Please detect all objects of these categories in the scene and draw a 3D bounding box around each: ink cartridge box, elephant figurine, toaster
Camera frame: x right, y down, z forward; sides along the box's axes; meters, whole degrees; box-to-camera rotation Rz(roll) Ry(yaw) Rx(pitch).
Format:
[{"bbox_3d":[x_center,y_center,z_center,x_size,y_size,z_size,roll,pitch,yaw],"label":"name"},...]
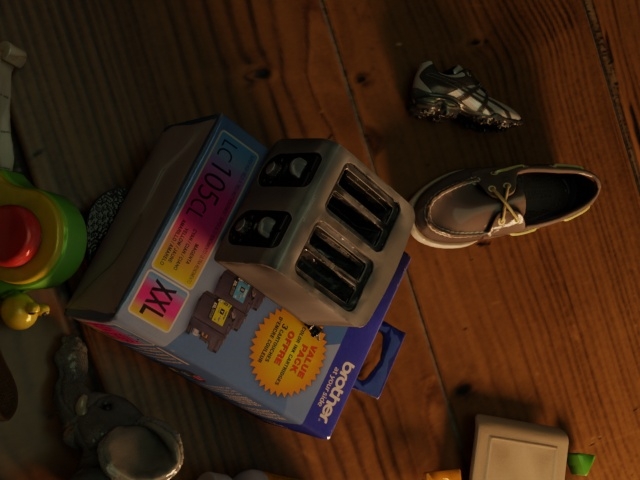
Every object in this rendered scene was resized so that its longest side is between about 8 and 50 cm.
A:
[{"bbox_3d":[-0.067,0.065,1.181,0.395,0.151,0.270,36,71,-33],"label":"ink cartridge box"},{"bbox_3d":[-0.240,0.255,1.094,0.186,0.169,0.239,60,41,-43],"label":"elephant figurine"},{"bbox_3d":[0.000,0.000,1.067,0.186,0.110,0.168,39,69,-31],"label":"toaster"}]

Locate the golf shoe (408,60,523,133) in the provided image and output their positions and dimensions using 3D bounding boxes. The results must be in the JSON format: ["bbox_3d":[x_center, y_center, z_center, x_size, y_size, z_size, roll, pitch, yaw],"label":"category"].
[{"bbox_3d":[0.226,-0.216,1.433,0.198,0.077,0.093,9,80,-29],"label":"golf shoe"}]

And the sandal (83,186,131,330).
[{"bbox_3d":[-0.260,0.022,1.163,0.067,0.040,0.179,6,93,-24],"label":"sandal"}]

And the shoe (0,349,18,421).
[{"bbox_3d":[-0.384,0.104,1.032,0.076,0.058,0.219,-65,152,-63],"label":"shoe"}]

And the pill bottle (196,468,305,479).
[{"bbox_3d":[-0.058,0.353,1.196,0.208,0.117,0.117,19,76,-27],"label":"pill bottle"}]

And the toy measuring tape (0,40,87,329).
[{"bbox_3d":[-0.322,-0.064,1.084,0.121,0.121,0.330,5,83,-29],"label":"toy measuring tape"}]

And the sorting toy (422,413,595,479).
[{"bbox_3d":[0.285,0.368,1.430,0.348,0.047,0.196,15,74,-28],"label":"sorting toy"}]

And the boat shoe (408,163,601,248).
[{"bbox_3d":[0.279,-0.059,1.435,0.324,0.097,0.116,-9,90,-30],"label":"boat shoe"}]
